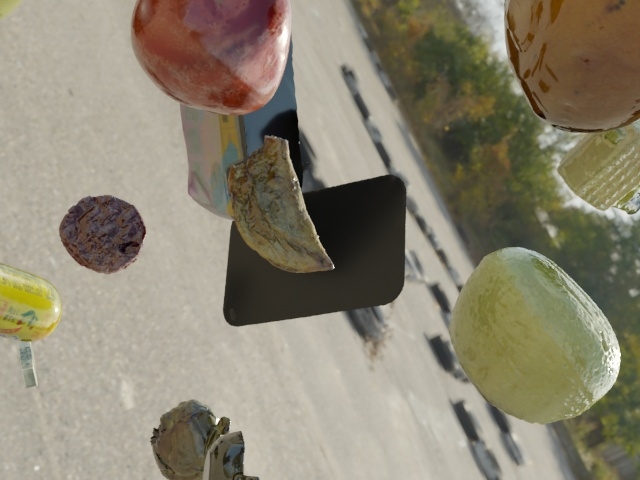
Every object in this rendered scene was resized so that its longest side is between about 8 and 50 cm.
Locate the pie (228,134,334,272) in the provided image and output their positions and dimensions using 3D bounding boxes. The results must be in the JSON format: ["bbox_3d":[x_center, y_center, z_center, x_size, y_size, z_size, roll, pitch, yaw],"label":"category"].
[{"bbox_3d":[-0.052,-0.037,1.044,0.034,0.092,0.169,115,-40,-69],"label":"pie"}]

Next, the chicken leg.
[{"bbox_3d":[-0.275,0.483,2.015,0.211,0.140,0.361,30,-46,34],"label":"chicken leg"}]

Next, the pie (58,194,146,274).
[{"bbox_3d":[-0.385,-0.012,1.692,0.038,0.154,0.153,108,-42,-72],"label":"pie"}]

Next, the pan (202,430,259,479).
[{"bbox_3d":[-0.127,0.310,1.291,0.202,0.048,0.128,114,-21,-50],"label":"pan"}]

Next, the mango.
[{"bbox_3d":[0.281,-0.216,0.877,0.201,0.152,0.287,26,-28,-3],"label":"mango"}]

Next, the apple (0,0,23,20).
[{"bbox_3d":[-0.464,-0.376,0.983,0.360,0.320,0.311,25,28,-38],"label":"apple"}]

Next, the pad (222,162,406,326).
[{"bbox_3d":[0.000,-0.001,1.717,0.063,0.376,0.314,34,54,-52],"label":"pad"}]

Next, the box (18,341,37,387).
[{"bbox_3d":[-0.540,0.223,1.750,0.083,0.024,0.054,-115,-157,-46],"label":"box"}]

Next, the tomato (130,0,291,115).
[{"bbox_3d":[-0.100,-0.215,0.989,0.151,0.187,0.187,32,-8,31],"label":"tomato"}]

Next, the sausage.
[{"bbox_3d":[-0.568,0.089,1.585,0.347,0.123,0.123,27,34,-51],"label":"sausage"}]

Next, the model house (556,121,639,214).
[{"bbox_3d":[0.591,-0.174,1.898,0.234,0.193,0.174,6,49,-43],"label":"model house"}]

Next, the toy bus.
[{"bbox_3d":[-0.146,-0.220,1.643,0.171,0.162,0.386,-24,112,-52],"label":"toy bus"}]

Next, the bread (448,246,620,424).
[{"bbox_3d":[0.389,0.163,1.711,0.321,0.237,0.320,28,32,-19],"label":"bread"}]
